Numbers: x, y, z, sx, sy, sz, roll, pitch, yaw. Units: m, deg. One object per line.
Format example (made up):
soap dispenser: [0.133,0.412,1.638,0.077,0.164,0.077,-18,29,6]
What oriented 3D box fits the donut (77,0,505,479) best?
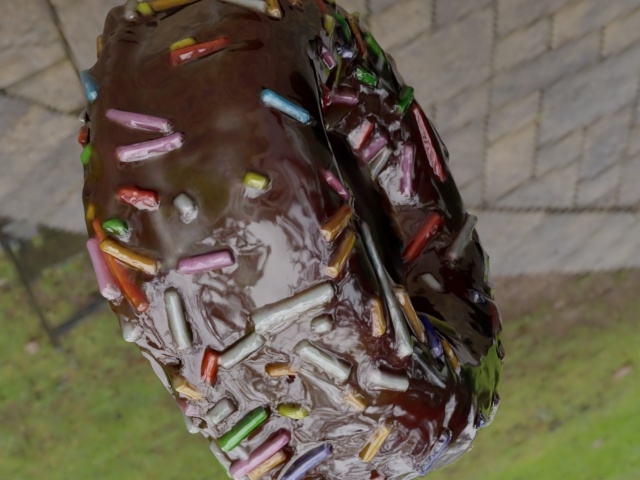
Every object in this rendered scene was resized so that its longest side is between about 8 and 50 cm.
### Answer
donut: [0.000,0.000,0.643,0.089,0.235,0.235,-23,157,20]
